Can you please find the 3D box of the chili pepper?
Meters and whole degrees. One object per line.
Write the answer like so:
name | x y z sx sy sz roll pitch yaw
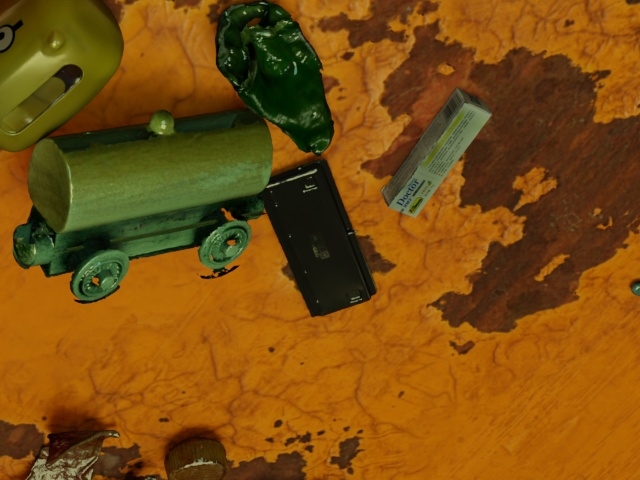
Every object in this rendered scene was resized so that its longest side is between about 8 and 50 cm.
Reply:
chili pepper | -0.045 -0.160 1.463 0.108 0.062 0.216 -59 137 -21

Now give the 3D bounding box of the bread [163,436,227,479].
bread | -0.165 0.291 1.808 0.085 0.053 0.085 -9 142 -7

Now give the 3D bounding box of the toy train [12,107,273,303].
toy train | -0.171 -0.043 1.438 0.307 0.126 0.189 -13 146 -38

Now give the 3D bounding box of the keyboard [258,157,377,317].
keyboard | 0.000 0.000 1.639 0.094 0.025 0.230 -20 131 2

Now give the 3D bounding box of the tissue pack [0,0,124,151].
tissue pack | -0.284 -0.172 1.351 0.178 0.127 0.123 -37 131 15

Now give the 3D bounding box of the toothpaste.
toothpaste | 0.133 -0.101 1.589 0.046 0.034 0.164 19 120 -29

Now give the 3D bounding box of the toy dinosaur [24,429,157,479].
toy dinosaur | -0.328 0.370 1.787 0.207 0.113 0.327 18 123 -28

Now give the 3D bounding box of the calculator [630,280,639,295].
calculator | 0.484 0.055 1.828 0.141 0.019 0.094 10 122 -23
